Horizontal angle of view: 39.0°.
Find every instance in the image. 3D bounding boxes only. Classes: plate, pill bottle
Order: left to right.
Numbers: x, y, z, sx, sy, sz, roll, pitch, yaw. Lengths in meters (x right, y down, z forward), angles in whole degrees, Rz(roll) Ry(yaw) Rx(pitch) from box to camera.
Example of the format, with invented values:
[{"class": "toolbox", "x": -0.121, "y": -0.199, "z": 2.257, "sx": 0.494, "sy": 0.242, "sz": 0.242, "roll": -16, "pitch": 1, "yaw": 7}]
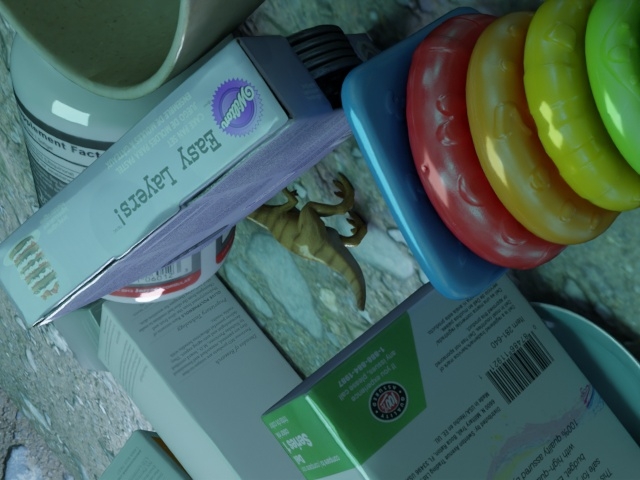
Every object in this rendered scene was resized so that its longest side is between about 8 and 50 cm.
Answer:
[{"class": "pill bottle", "x": -0.184, "y": -0.122, "z": 0.886, "sx": 0.210, "sy": 0.210, "sz": 0.363, "roll": 40, "pitch": 146, "yaw": 25}, {"class": "plate", "x": 0.212, "y": 0.126, "z": 0.743, "sx": 0.188, "sy": 0.024, "sz": 0.188, "roll": 36, "pitch": 144, "yaw": 32}]

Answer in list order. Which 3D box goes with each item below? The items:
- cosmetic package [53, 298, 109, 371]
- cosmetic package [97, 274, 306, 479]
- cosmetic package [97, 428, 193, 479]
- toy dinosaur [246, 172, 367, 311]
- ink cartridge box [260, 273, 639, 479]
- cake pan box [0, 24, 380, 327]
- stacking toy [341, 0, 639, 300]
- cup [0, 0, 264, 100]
[{"class": "cosmetic package", "x": -0.353, "y": 0.143, "z": 1.501, "sx": 0.238, "sy": 0.107, "sz": 0.127, "roll": -3, "pitch": 117, "yaw": 59}, {"class": "cosmetic package", "x": -0.129, "y": 0.219, "z": 1.195, "sx": 0.365, "sy": 0.155, "sz": 0.197, "roll": 49, "pitch": 150, "yaw": 11}, {"class": "cosmetic package", "x": -0.125, "y": 0.494, "z": 1.362, "sx": 0.453, "sy": 0.161, "sz": 0.230, "roll": 38, "pitch": -178, "yaw": 28}, {"class": "toy dinosaur", "x": 0.000, "y": 0.000, "z": 0.836, "sx": 0.211, "sy": 0.112, "sz": 0.064, "roll": 35, "pitch": 143, "yaw": 31}, {"class": "ink cartridge box", "x": 0.123, "y": 0.181, "z": 0.697, "sx": 0.278, "sy": 0.201, "sz": 0.117, "roll": 53, "pitch": 151, "yaw": 3}, {"class": "cake pan box", "x": -0.077, "y": -0.055, "z": 0.671, "sx": 0.267, "sy": 0.246, "sz": 0.070, "roll": -35, "pitch": 90, "yaw": 26}, {"class": "stacking toy", "x": 0.178, "y": -0.085, "z": 0.491, "sx": 0.302, "sy": 0.175, "sz": 0.166, "roll": -18, "pitch": 105, "yaw": 45}, {"class": "cup", "x": -0.097, "y": -0.288, "z": 0.568, "sx": 0.331, "sy": 0.237, "sz": 0.331, "roll": 35, "pitch": 144, "yaw": 31}]
